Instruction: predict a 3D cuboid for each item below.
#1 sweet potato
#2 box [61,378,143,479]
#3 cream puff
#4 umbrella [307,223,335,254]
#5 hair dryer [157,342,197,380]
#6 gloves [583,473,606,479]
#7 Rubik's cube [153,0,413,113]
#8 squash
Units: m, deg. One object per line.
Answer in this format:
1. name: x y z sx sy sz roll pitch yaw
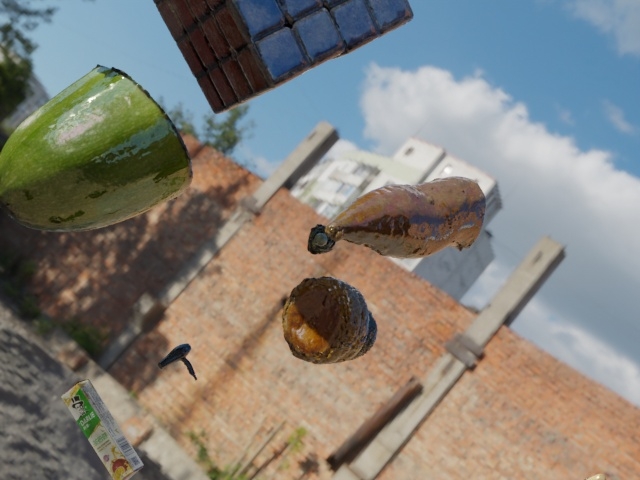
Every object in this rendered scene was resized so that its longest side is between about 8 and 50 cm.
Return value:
1. sweet potato: 0.121 -0.028 1.405 0.131 0.337 0.131 13 -72 47
2. box: -0.417 0.364 1.702 0.207 0.050 0.041 54 20 9
3. cream puff: 0.035 0.167 1.769 0.183 0.183 0.169 32 8 39
4. umbrella: 0.000 0.000 1.840 0.062 0.067 0.143 43 -1 1
5. hair dryer: -0.288 0.263 1.846 0.083 0.079 0.031 57 -33 -6
6. gloves: 0.585 0.584 1.914 0.106 0.129 0.181 54 -43 0
7. Rubik's cube: -0.093 -0.472 1.668 0.344 0.337 0.344 3 -58 64
8. squash: -0.456 -0.130 1.698 0.310 0.309 0.310 32 -33 25
